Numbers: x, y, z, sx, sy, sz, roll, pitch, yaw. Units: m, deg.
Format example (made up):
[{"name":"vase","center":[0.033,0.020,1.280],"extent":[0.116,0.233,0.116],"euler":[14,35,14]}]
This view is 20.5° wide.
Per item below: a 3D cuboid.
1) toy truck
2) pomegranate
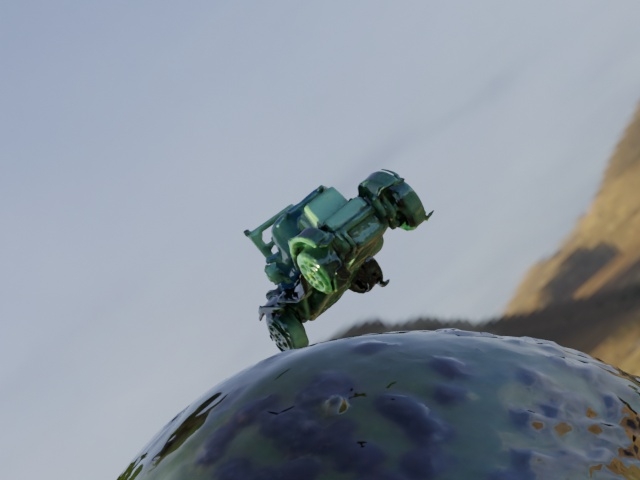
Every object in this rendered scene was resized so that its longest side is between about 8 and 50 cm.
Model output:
[{"name":"toy truck","center":[0.000,0.000,1.039],"extent":[0.080,0.078,0.154],"euler":[-38,-9,-22]},{"name":"pomegranate","center":[0.042,0.151,0.462],"extent":[0.270,0.254,0.254],"euler":[7,-39,-30]}]
